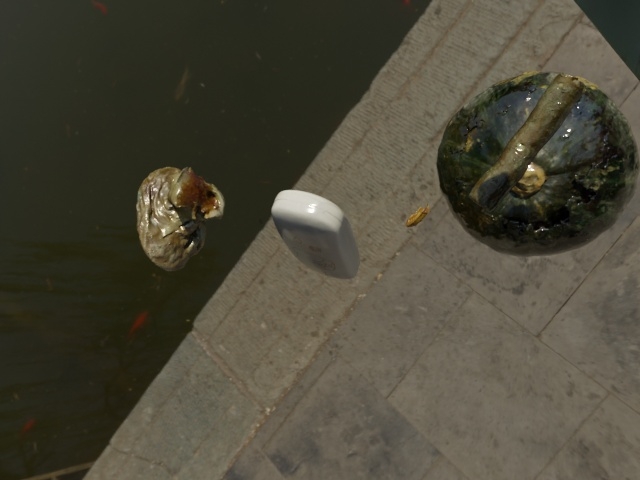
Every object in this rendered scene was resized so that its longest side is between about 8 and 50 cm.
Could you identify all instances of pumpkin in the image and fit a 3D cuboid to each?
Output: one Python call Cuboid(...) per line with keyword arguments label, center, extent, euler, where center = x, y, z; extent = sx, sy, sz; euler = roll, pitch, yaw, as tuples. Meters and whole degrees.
Cuboid(label="pumpkin", center=(0.510, -0.178, 1.127), extent=(0.454, 0.344, 0.454), euler=(4, 101, 23))

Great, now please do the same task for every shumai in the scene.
Cuboid(label="shumai", center=(-0.248, -0.056, 0.855), extent=(0.153, 0.161, 0.209), euler=(-25, 40, 25))

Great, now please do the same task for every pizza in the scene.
Cuboid(label="pizza", center=(0.213, -0.052, 1.009), extent=(0.083, 0.016, 0.037), euler=(-48, 24, 49))

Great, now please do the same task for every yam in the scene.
Cuboid(label="yam", center=(0.355, -0.165, 0.803), extent=(0.061, 0.061, 0.253), euler=(43, 117, 25))

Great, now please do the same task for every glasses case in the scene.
Cuboid(label="glasses case", center=(0.000, 0.000, 0.517), extent=(0.074, 0.193, 0.049), euler=(17, 72, 17))

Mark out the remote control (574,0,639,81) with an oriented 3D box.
Cuboid(label="remote control", center=(0.259, -0.231, 0.363), extent=(0.050, 0.145, 0.344), euler=(-5, 48, 9))
